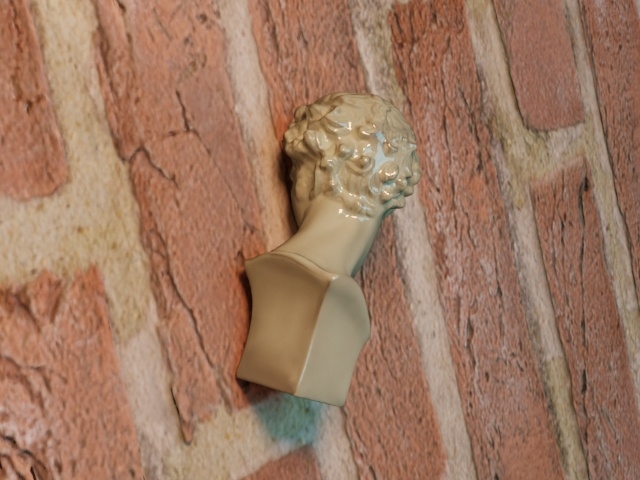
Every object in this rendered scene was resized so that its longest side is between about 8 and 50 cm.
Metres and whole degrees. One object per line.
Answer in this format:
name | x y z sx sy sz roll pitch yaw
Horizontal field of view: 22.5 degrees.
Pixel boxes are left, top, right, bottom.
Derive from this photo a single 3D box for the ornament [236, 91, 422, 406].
ornament | 0.008 0.002 1.367 0.120 0.130 0.285 39 55 -47
